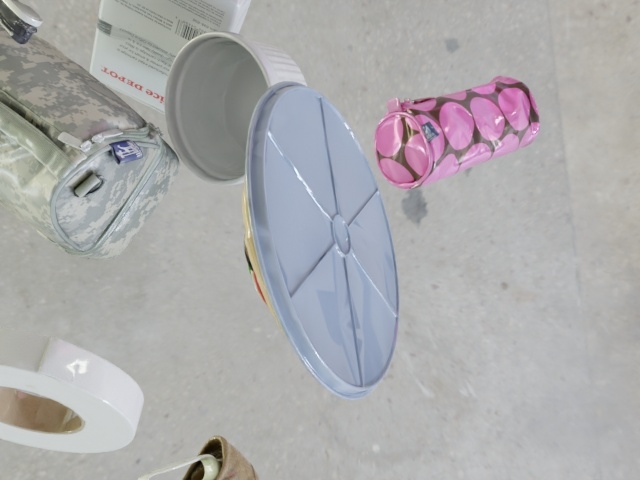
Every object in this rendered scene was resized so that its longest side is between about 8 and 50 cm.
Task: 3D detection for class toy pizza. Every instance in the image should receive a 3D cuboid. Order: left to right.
[{"bbox_3d":[0.000,0.000,0.477,0.032,0.201,0.201,-13,87,23],"label":"toy pizza"}]

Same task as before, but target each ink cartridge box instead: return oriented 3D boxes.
[{"bbox_3d":[-0.232,-0.336,1.175,0.197,0.273,0.114,26,51,-7],"label":"ink cartridge box"}]

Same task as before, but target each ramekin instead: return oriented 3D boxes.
[{"bbox_3d":[-0.110,-0.186,1.062,0.207,0.109,0.207,9,105,35],"label":"ramekin"}]

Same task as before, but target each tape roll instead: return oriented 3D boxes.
[{"bbox_3d":[-0.511,0.274,1.343,0.392,0.392,0.072,8,54,2],"label":"tape roll"}]

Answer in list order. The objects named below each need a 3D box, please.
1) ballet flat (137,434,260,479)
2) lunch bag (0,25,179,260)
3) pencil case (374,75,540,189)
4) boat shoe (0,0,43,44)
[{"bbox_3d":[-0.189,0.336,0.868,0.116,0.342,0.124,-20,99,35],"label":"ballet flat"},{"bbox_3d":[-0.357,-0.129,0.968,0.305,0.256,0.212,36,88,10],"label":"lunch bag"},{"bbox_3d":[0.158,-0.128,0.850,0.209,0.095,0.098,-21,96,-39],"label":"pencil case"},{"bbox_3d":[-0.372,-0.276,0.880,0.125,0.046,0.038,43,105,16],"label":"boat shoe"}]
